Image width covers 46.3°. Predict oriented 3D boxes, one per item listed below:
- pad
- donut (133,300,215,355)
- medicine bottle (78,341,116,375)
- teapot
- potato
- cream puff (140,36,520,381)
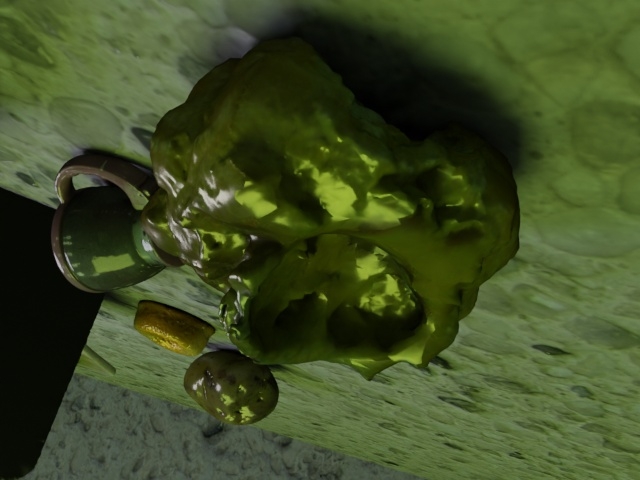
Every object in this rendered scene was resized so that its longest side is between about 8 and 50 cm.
[{"bbox_3d":[-0.412,0.132,1.021,0.314,0.376,0.063,23,-177,-8],"label":"pad"},{"bbox_3d":[-0.272,0.164,1.371,0.151,0.058,0.152,18,159,7],"label":"donut"},{"bbox_3d":[-0.582,0.152,1.354,0.405,0.236,0.236,16,160,9],"label":"medicine bottle"},{"bbox_3d":[-0.204,-0.021,0.795,0.145,0.148,0.116,-6,-174,27],"label":"teapot"},{"bbox_3d":[-0.180,0.294,1.521,0.200,0.137,0.155,0,122,42],"label":"potato"},{"bbox_3d":[0.000,-0.001,0.518,0.281,0.185,0.282,20,163,6],"label":"cream puff"}]
